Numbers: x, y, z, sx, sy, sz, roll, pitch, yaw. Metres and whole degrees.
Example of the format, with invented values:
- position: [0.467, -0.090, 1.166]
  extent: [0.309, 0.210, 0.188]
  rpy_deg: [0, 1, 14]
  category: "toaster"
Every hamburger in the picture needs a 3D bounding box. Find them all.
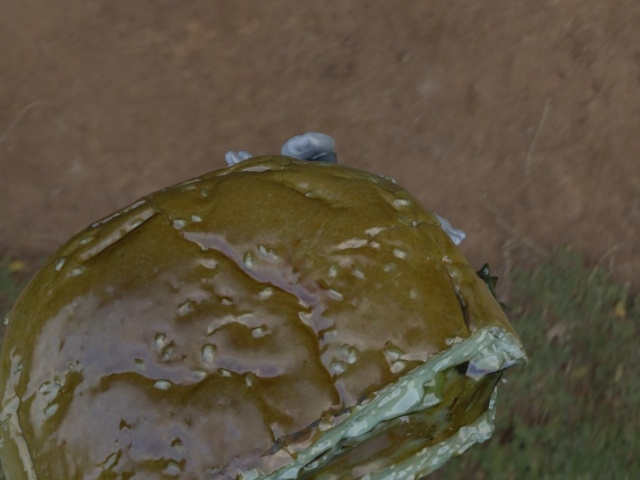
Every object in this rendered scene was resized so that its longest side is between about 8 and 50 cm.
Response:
- position: [-0.046, 0.061, 1.003]
  extent: [0.309, 0.132, 0.211]
  rpy_deg: [-28, 59, -11]
  category: "hamburger"

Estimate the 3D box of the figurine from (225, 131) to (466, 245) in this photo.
- position: [-0.002, 0.002, 1.399]
  extent: [0.193, 0.265, 0.140]
  rpy_deg: [29, 100, -6]
  category: "figurine"
